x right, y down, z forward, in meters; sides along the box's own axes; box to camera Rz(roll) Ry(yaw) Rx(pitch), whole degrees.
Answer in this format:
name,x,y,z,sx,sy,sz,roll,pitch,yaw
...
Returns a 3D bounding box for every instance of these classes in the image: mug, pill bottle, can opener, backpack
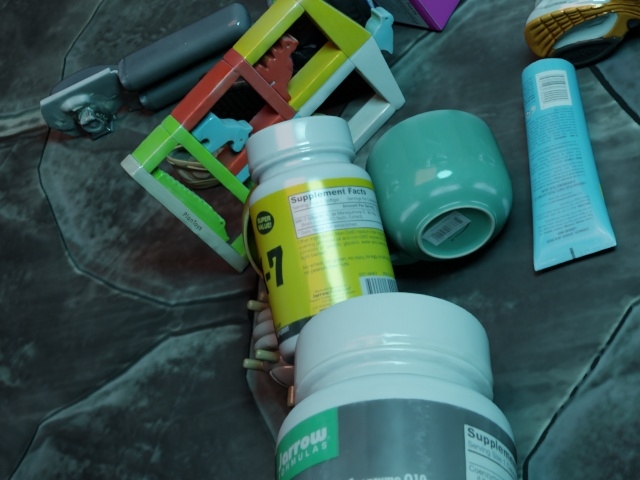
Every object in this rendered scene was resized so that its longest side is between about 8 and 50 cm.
name,x,y,z,sx,sy,sz,roll,pitch,yaw
mug,0.113,-0.034,1.795,0.129,0.158,0.097,-8,50,-10
pill bottle,0.000,0.000,1.750,0.119,0.119,0.209,-19,74,25
can opener,-0.194,-0.201,2.166,0.283,0.076,0.095,-24,49,20
pill bottle,0.063,0.238,1.571,0.204,0.204,0.361,-20,50,24
backpack,-0.005,-0.243,1.941,0.105,0.114,0.084,-24,44,0

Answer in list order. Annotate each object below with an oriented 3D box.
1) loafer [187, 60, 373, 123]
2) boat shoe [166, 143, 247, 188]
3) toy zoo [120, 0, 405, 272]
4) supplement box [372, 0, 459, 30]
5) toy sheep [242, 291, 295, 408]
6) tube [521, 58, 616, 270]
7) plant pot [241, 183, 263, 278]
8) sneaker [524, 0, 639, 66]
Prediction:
name,x,y,z,sx,sy,sz,roll,pitch,yaw
loafer,-0.035,-0.176,2.037,0.220,0.080,0.078,-11,49,19
boat shoe,-0.091,-0.095,2.032,0.153,0.048,0.056,-10,55,31
toy zoo,-0.037,-0.125,1.912,0.293,0.192,0.030,-47,43,0
supplement box,0.051,-0.311,2.038,0.220,0.114,0.111,17,70,41
toy sheep,-0.026,0.096,1.823,0.091,0.091,0.132,-7,68,33
tube,0.224,-0.073,1.787,0.080,0.052,0.207,-23,54,29
plant pot,-0.021,-0.025,1.889,0.134,0.134,0.095,-45,23,1
sneaker,0.315,-0.261,1.820,0.262,0.099,0.121,-13,49,28
